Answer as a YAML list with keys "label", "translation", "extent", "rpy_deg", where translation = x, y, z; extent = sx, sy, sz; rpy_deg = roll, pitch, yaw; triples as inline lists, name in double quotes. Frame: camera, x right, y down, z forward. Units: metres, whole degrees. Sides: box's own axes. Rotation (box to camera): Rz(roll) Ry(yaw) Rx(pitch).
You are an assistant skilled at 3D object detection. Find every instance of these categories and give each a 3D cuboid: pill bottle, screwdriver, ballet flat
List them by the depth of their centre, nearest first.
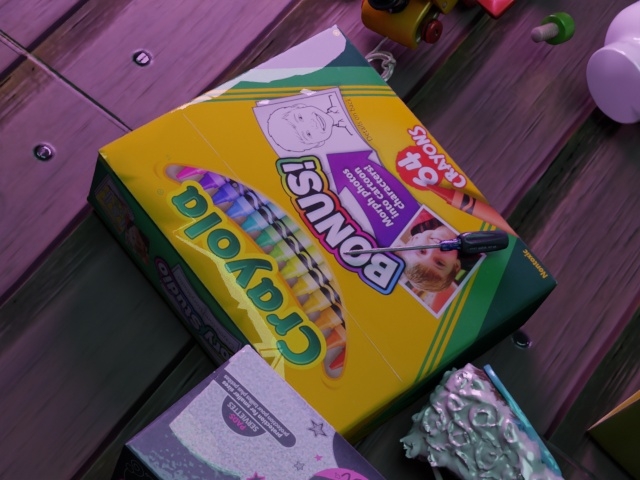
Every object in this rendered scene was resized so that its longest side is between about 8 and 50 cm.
- label: "ballet flat"
  translation: [0.221, 0.301, 1.601]
  extent: [0.147, 0.147, 0.409]
  rpy_deg: [-27, 68, -29]
- label: "screwdriver"
  translation: [0.102, 0.008, 1.665]
  extent: [0.169, 0.025, 0.024]
  rpy_deg: [-7, 65, -12]
- label: "pill bottle"
  translation: [0.426, -0.225, 1.957]
  extent: [0.264, 0.146, 0.146]
  rpy_deg: [-30, 72, -30]

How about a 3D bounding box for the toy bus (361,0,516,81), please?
- label: "toy bus"
  translation: [0.101, -0.299, 1.868]
  extent: [0.191, 0.104, 0.202]
  rpy_deg: [-18, 60, 14]

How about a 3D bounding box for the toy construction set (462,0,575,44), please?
- label: "toy construction set"
  translation: [0.231, -0.415, 2.003]
  extent: [0.308, 0.258, 0.237]
  rpy_deg: [30, 33, 29]

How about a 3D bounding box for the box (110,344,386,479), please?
- label: "box"
  translation: [-0.045, 0.245, 1.521]
  extent: [0.247, 0.142, 0.163]
  rpy_deg: [44, 57, 11]

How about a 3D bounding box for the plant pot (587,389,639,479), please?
- label: "plant pot"
  translation: [0.432, 0.182, 1.684]
  extent: [0.212, 0.212, 0.187]
  rpy_deg: [-30, 81, -30]

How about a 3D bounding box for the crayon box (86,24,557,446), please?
- label: "crayon box"
  translation: [0.000, 0.000, 1.705]
  extent: [0.313, 0.106, 0.363]
  rpy_deg: [-31, 74, -31]
